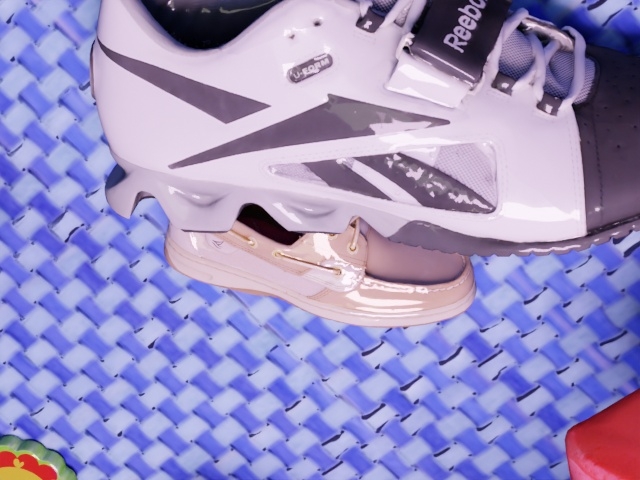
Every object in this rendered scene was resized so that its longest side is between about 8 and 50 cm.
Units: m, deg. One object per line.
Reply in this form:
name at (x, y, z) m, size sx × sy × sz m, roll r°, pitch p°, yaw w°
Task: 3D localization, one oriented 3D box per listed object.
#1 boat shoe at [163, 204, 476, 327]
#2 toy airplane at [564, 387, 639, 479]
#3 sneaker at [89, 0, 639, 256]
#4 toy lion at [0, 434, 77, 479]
boat shoe at (0.000, 0.000, 0.977) m, size 0.170 × 0.063 × 0.059 m, roll 10°, pitch 128°, yaw 6°
toy airplane at (0.358, 0.094, 0.831) m, size 0.386 × 0.272 × 0.384 m, roll 26°, pitch 129°, yaw -22°
sneaker at (0.044, -0.081, 0.885) m, size 0.330 × 0.122 × 0.146 m, roll 0°, pitch 123°, yaw 10°
toy lion at (-0.196, 0.163, 1.136) m, size 0.100 × 0.034 × 0.096 m, roll 4°, pitch 115°, yaw 9°
